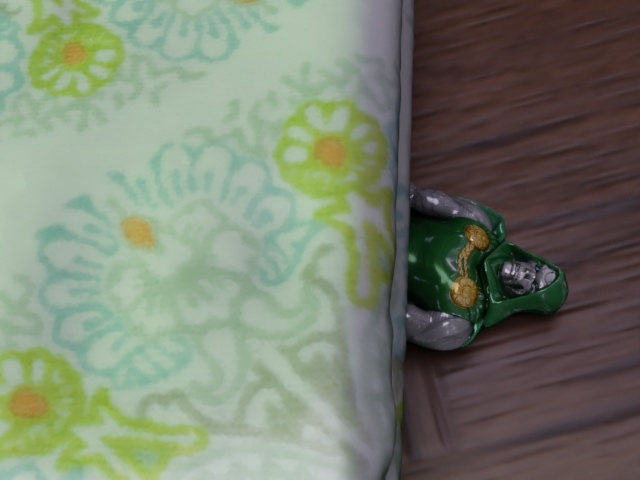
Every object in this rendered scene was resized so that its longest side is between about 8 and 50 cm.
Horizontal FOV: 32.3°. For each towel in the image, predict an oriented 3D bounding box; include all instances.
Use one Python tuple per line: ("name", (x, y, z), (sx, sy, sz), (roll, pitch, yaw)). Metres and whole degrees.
("towel", (-0.123, -0.023, 0.460), (0.320, 0.090, 0.374), (-1, 63, 9))

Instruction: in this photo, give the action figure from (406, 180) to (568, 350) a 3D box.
("action figure", (0.000, 0.000, 0.519), (0.232, 0.063, 0.137), (11, 68, 7))
